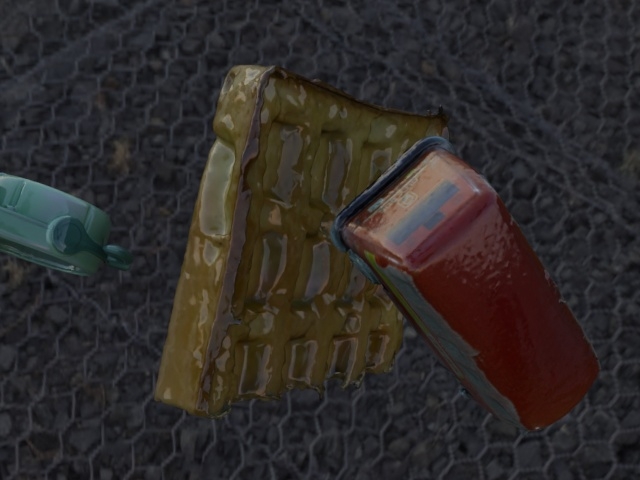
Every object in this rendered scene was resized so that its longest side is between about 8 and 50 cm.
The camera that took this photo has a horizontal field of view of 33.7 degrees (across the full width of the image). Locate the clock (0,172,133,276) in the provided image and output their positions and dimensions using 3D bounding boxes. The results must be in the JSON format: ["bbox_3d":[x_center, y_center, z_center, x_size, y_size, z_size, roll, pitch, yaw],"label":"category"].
[{"bbox_3d":[-0.263,-0.014,0.986,0.189,0.148,0.060,21,77,-12],"label":"clock"}]

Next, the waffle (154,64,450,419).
[{"bbox_3d":[0.000,0.000,0.993,0.078,0.304,0.348,15,6,31],"label":"waffle"}]

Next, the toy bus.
[{"bbox_3d":[0.131,0.051,0.850,0.121,0.265,0.120,-42,35,-6],"label":"toy bus"}]
